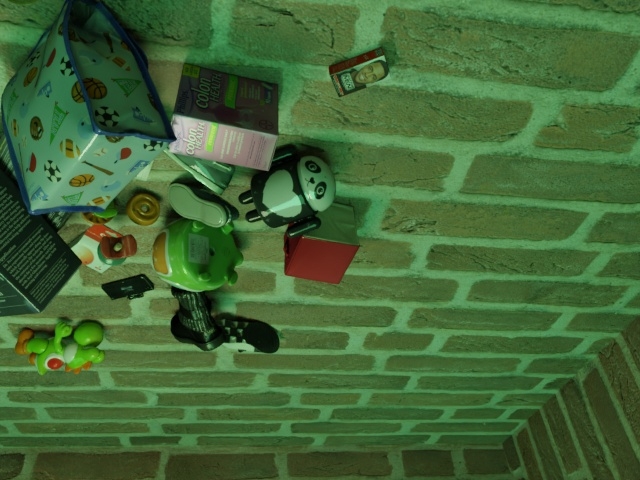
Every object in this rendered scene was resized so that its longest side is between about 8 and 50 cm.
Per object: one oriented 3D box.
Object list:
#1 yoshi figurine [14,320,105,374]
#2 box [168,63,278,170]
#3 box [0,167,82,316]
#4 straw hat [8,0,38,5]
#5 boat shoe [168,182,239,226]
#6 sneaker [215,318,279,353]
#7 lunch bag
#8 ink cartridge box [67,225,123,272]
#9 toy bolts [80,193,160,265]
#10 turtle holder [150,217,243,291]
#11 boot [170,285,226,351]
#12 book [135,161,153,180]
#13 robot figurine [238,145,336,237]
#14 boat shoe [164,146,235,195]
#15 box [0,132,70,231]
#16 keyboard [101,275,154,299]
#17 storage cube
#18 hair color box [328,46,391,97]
[{"bbox_3d":[-1.012,0.408,2.094,0.362,0.203,0.202,0,100,16],"label":"yoshi figurine"},{"bbox_3d":[-0.231,-0.303,1.282,0.243,0.213,0.117,9,137,-14],"label":"box"},{"bbox_3d":[-0.928,0.007,1.434,0.294,0.212,0.395,-9,128,25],"label":"box"},{"bbox_3d":[-0.628,-0.561,1.062,0.061,0.144,0.144,26,145,24],"label":"straw hat"},{"bbox_3d":[-0.345,-0.110,1.529,0.079,0.255,0.095,-16,119,-51],"label":"boat shoe"},{"bbox_3d":[-0.328,0.397,2.162,0.331,0.122,0.146,22,151,-31],"label":"sneaker"},{"bbox_3d":[-0.539,-0.300,1.171,0.328,0.385,0.239,-35,165,29],"label":"lunch bag"},{"bbox_3d":[-0.736,0.028,1.742,0.179,0.045,0.145,-28,134,28],"label":"ink cartridge box"},{"bbox_3d":[-0.609,-0.035,1.581,0.218,0.228,0.158,1,166,-36],"label":"toy bolts"},{"bbox_3d":[-0.390,0.034,1.670,0.228,0.320,0.243,-9,106,28],"label":"turtle holder"},{"bbox_3d":[-0.492,0.249,1.935,0.348,0.131,0.260,3,122,49],"label":"boot"},{"bbox_3d":[-0.551,-0.229,1.476,0.144,0.035,0.096,17,131,-23],"label":"book"},{"bbox_3d":[-0.092,-0.137,1.507,0.278,0.173,0.209,-18,134,14],"label":"robot figurine"},{"bbox_3d":[-0.367,-0.253,1.436,0.319,0.116,0.099,41,86,-34],"label":"boat shoe"},{"bbox_3d":[-0.777,-0.169,1.443,0.242,0.076,0.307,39,125,-18],"label":"box"},{"bbox_3d":[-0.706,0.180,1.935,0.180,0.023,0.108,-14,132,11],"label":"keyboard"},{"bbox_3d":[0.000,0.000,1.672,0.215,0.183,0.193,10,135,-15],"label":"storage cube"},{"bbox_3d":[0.098,-0.420,1.308,0.141,0.043,0.072,-18,136,13],"label":"hair color box"}]
